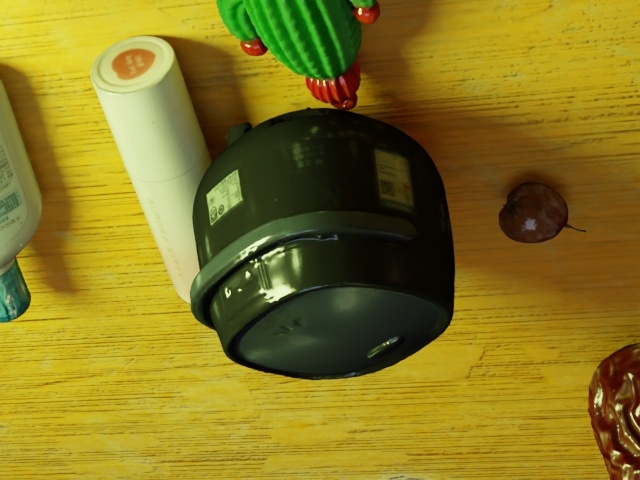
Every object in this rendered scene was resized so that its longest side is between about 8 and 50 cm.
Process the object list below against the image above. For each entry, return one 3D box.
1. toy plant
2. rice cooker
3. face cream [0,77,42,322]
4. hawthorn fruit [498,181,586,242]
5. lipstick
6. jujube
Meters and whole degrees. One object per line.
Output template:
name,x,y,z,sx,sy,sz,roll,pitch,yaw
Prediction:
toy plant,-0.024,-0.209,1.391,0.155,0.088,0.240,19,153,2
rice cooker,0.000,0.000,1.494,0.267,0.224,0.267,-7,153,-3
face cream,-0.381,-0.037,1.621,0.163,0.080,0.336,-27,141,-15
hawthorn fruit,0.238,-0.021,1.574,0.103,0.066,0.067,22,138,-17
lipstick,-0.153,-0.064,1.575,0.087,0.087,0.326,-2,139,12
jujube,0.391,0.228,1.713,0.155,0.230,0.155,-8,146,-5
